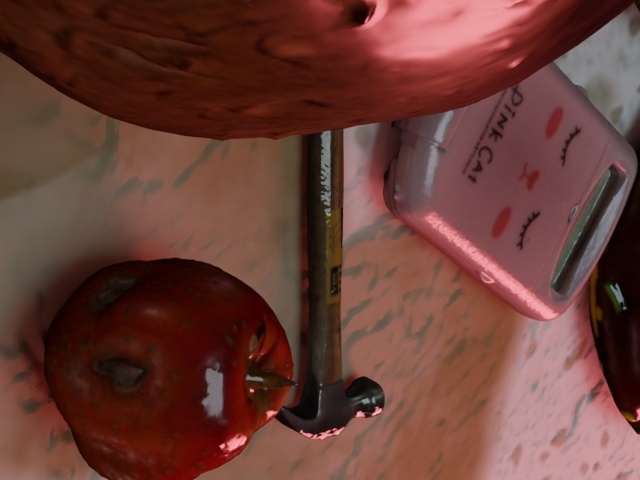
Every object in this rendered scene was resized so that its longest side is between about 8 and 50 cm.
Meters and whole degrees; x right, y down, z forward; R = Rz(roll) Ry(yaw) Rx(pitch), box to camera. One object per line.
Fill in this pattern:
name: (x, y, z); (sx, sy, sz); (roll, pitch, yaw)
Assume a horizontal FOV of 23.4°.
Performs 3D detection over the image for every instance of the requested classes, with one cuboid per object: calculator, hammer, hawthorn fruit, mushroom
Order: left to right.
hawthorn fruit: (-0.051, 0.047, 0.550); (0.093, 0.093, 0.093); (-20, 120, -39)
hammer: (0.000, 0.000, 0.636); (0.062, 0.017, 0.182); (-19, 118, -39)
mushroom: (0.040, -0.150, 0.387); (0.345, 0.239, 0.345); (-46, 158, -25)
calculator: (0.089, -0.029, 0.700); (0.175, 0.032, 0.100); (35, 81, -47)

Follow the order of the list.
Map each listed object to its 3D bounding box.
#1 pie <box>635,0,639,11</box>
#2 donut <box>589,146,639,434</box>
pie: (0.217, -0.209, 0.727); (0.273, 0.069, 0.273); (-19, 122, -33)
donut: (0.239, 0.011, 0.821); (0.216, 0.096, 0.230); (-26, 124, -36)
